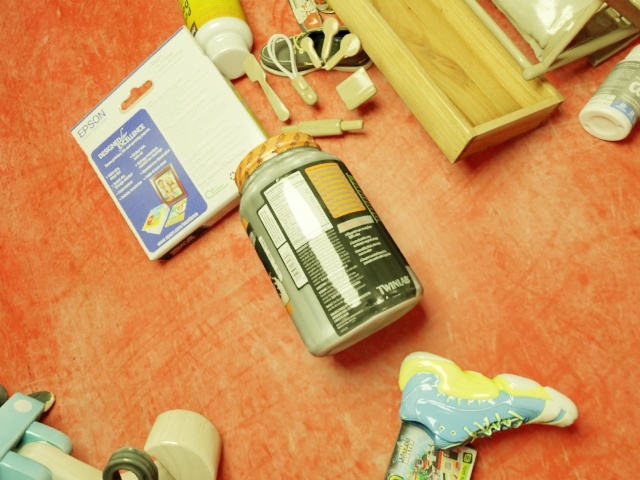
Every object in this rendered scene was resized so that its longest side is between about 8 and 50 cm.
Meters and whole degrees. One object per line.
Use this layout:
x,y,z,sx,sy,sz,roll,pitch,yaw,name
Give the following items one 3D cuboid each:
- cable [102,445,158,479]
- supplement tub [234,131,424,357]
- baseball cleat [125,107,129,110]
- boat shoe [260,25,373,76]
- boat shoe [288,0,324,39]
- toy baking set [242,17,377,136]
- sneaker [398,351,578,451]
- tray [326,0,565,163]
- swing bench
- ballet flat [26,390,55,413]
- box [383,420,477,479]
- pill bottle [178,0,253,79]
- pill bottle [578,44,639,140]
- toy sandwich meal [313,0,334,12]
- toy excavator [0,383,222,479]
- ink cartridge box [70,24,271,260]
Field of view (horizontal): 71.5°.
-0.240,0.408,0.645,0.139,0.072,0.287,-19,106,13,cable
0.000,0.000,0.689,0.193,0.193,0.316,-31,72,4,supplement tub
-0.328,-0.228,0.884,0.206,0.072,0.109,-32,79,8,baseball cleat
-0.013,-0.365,0.844,0.228,0.068,0.081,2,77,13,boat shoe
-0.031,-0.459,0.884,0.049,0.043,0.137,-27,74,4,boat shoe
-0.021,-0.285,0.809,0.256,0.030,0.197,-3,100,26,toy baking set
0.222,0.247,0.625,0.240,0.091,0.126,10,62,25,sneaker
0.189,-0.333,0.750,0.203,0.076,0.411,-24,72,-21,tray
0.381,-0.414,0.704,0.255,0.165,0.253,-19,69,-27,swing bench
-0.565,0.337,0.826,0.173,0.049,0.057,-34,42,-1,ballet flat
0.141,0.384,0.647,0.114,0.036,0.207,17,81,16,box
-0.205,-0.430,0.878,0.117,0.117,0.215,-23,73,7,pill bottle
0.479,-0.232,0.694,0.078,0.078,0.137,36,87,18,pill bottle
0.024,-0.494,0.886,0.085,0.029,0.085,-3,76,12,toy sandwich meal
-0.438,0.383,0.699,0.445,0.222,0.433,31,102,-13,toy excavator
-0.265,-0.171,0.821,0.303,0.072,0.307,-36,80,11,ink cartridge box
